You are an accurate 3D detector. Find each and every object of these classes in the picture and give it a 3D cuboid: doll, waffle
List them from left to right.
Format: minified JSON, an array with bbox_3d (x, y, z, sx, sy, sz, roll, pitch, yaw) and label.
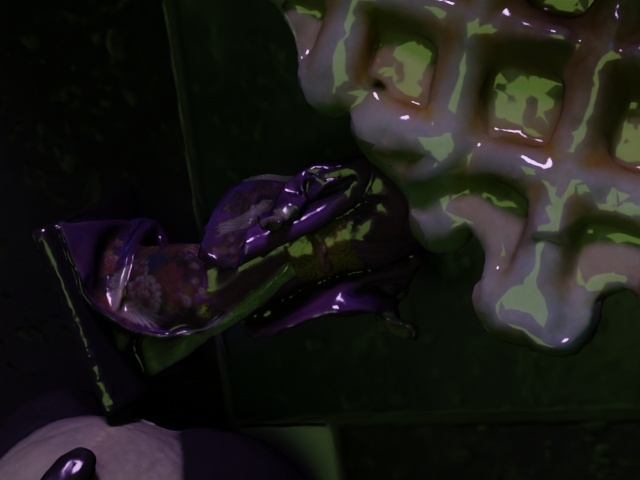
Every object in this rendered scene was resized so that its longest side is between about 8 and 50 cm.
[{"bbox_3d":[-0.086,0.175,0.742,0.143,0.135,0.234,9,110,21],"label":"doll"},{"bbox_3d":[0.131,-0.117,0.593,0.309,0.056,0.292,-32,81,12],"label":"waffle"}]

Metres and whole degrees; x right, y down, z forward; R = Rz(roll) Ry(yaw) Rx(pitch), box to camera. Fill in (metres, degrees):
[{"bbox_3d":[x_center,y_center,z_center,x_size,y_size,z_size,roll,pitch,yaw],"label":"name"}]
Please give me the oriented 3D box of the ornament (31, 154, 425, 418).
[{"bbox_3d":[0.000,0.009,0.692,0.203,0.088,0.081,-11,100,22],"label":"ornament"}]
